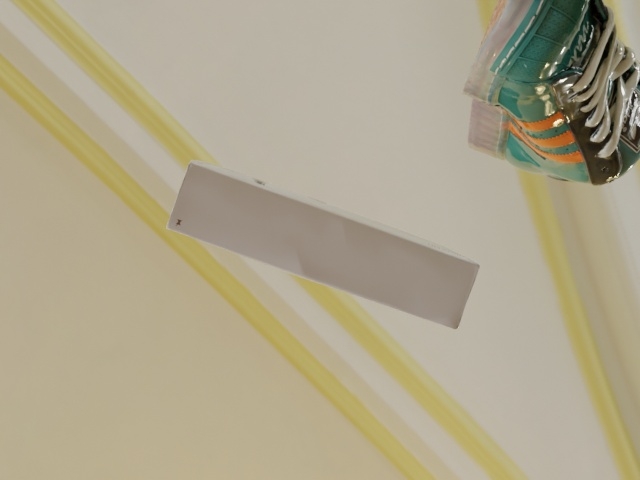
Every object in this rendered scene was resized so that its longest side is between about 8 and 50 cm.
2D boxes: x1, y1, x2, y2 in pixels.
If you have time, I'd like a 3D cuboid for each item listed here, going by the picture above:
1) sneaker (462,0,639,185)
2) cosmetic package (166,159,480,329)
[{"bbox_3d":[0.166,-0.106,0.836,0.121,0.302,0.108,23,-95,10],"label":"sneaker"},{"bbox_3d":[0.000,0.000,1.025,0.239,0.099,0.060,19,-85,-7],"label":"cosmetic package"}]
